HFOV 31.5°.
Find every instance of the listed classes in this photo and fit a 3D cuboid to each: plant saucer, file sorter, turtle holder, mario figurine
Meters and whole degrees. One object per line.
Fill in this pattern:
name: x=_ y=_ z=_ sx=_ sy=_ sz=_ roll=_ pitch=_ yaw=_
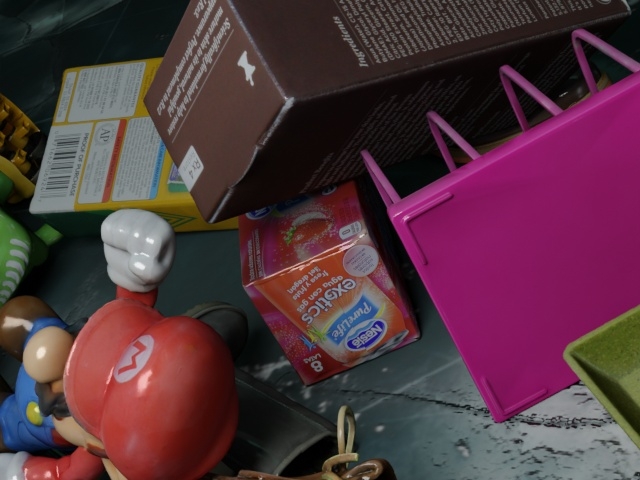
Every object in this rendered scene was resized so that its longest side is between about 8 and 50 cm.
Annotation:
plant saucer: x=0.290 y=0.093 z=0.777 sx=0.188 sy=0.045 sz=0.188 roll=-29 pitch=30 yaw=0
file sorter: x=0.203 y=-0.041 z=0.908 sx=0.290 sy=0.202 sz=0.182 roll=-28 pitch=26 yaw=2
turtle holder: x=-0.457 y=0.013 z=1.406 sx=0.320 sy=0.243 sz=0.227 roll=38 pitch=83 yaw=17
mario figurine: x=-0.188 y=0.091 z=0.817 sx=0.170 sy=0.198 sz=0.320 roll=-15 pitch=4 yaw=-35

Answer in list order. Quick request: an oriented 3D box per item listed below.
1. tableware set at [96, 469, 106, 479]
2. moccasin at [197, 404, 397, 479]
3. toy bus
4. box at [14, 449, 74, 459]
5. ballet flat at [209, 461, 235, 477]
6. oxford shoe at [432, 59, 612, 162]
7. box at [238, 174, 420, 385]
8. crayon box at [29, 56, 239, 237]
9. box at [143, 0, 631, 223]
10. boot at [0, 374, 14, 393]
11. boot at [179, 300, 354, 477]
tableware set: x=-0.239 y=0.216 z=0.958 sx=0.194 sy=0.039 sz=0.128 roll=-41 pitch=9 yaw=24
moccasin: x=0.023 y=0.203 z=0.748 sx=0.380 sy=0.139 sz=0.147 roll=-3 pitch=32 yaw=42
toy bus: x=-0.529 y=-0.107 z=1.715 sx=0.211 sy=0.149 sz=0.220 roll=-39 pitch=31 yaw=9
box: x=-0.248 y=0.180 z=1.083 sx=0.083 sy=0.052 sz=0.062 roll=-39 pitch=27 yaw=16
ballet flat: x=-0.150 y=0.218 z=0.929 sx=0.086 sy=0.086 sz=0.248 roll=3 pitch=42 yaw=43
oxford shoe: x=0.135 y=-0.171 z=1.229 sx=0.363 sy=0.133 sz=0.130 roll=0 pitch=40 yaw=41
box: x=0.000 y=0.000 z=1.087 sx=0.122 sy=0.128 sz=0.257 roll=-24 pitch=30 yaw=8
crayon box: x=-0.175 y=-0.115 z=1.356 sx=0.322 sy=0.083 sz=0.203 roll=-3 pitch=65 yaw=25
box: x=0.060 y=-0.159 z=0.980 sx=0.381 sy=0.143 sz=0.191 roll=-21 pitch=-16 yaw=-34
boot: x=-0.373 y=0.226 z=1.119 sx=0.165 sy=0.077 sz=0.213 roll=-31 pitch=29 yaw=3
boot: x=-0.058 y=0.130 z=0.965 sx=0.208 sy=0.076 sz=0.189 roll=16 pitch=27 yaw=32
